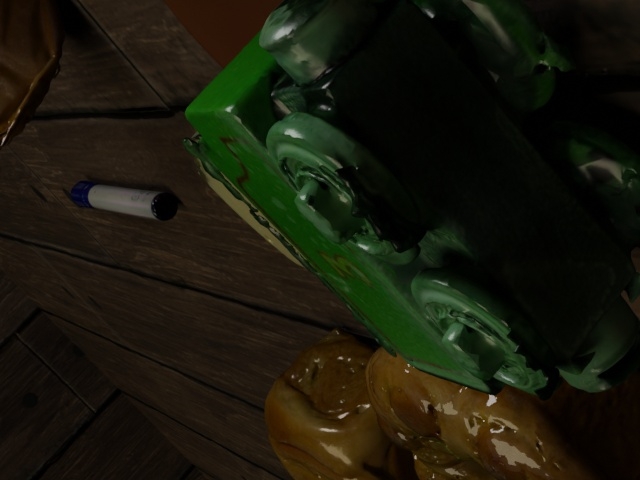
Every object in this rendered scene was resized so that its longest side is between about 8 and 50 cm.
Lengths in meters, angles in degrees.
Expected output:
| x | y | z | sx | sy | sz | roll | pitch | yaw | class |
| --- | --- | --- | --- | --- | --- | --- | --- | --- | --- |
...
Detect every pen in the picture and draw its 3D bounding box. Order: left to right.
| x | y | z | sx | sy | sz | roll | pitch | yaw | class |
| --- | --- | --- | --- | --- | --- | --- | --- | --- | --- |
| -0.218 | -0.045 | 1.346 | 0.033 | 0.033 | 0.269 | 50 | 161 | -23 | pen |

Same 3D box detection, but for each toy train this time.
| x | y | z | sx | sy | sz | roll | pitch | yaw | class |
| --- | --- | --- | --- | --- | --- | --- | --- | --- | --- |
| 0.052 | -0.026 | 0.598 | 0.243 | 0.132 | 0.188 | 46 | 164 | -23 | toy train |

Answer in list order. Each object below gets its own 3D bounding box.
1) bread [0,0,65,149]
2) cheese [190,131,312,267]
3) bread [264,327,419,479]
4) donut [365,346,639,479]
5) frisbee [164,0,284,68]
| x | y | z | sx | sy | sz | roll | pitch | yaw | class |
| --- | --- | --- | --- | --- | --- | --- | --- | --- | --- |
| -0.313 | -0.157 | 1.015 | 0.199 | 0.199 | 0.104 | 46 | 167 | -10 | bread |
| 0.000 | 0.000 | 0.927 | 0.255 | 0.050 | 0.127 | 47 | 162 | -12 | cheese |
| 0.071 | 0.224 | 1.176 | 0.167 | 0.132 | 0.294 | 14 | 145 | 46 | bread |
| 0.136 | 0.130 | 0.826 | 0.226 | 0.114 | 0.226 | 39 | 162 | 15 | donut |
| -0.035 | -0.144 | 0.717 | 0.251 | 0.021 | 0.251 | 39 | 161 | 16 | frisbee |
